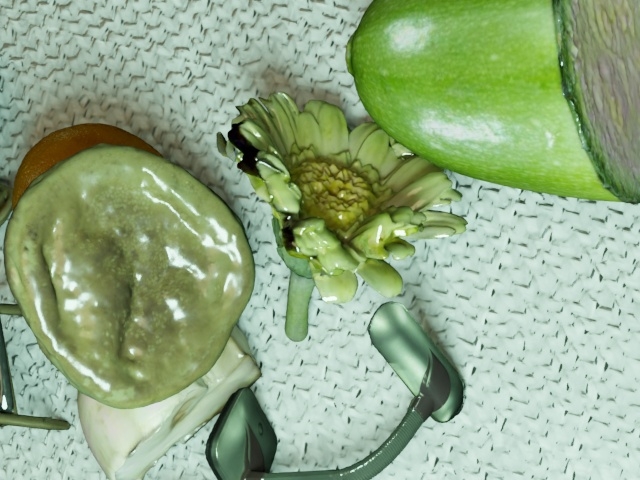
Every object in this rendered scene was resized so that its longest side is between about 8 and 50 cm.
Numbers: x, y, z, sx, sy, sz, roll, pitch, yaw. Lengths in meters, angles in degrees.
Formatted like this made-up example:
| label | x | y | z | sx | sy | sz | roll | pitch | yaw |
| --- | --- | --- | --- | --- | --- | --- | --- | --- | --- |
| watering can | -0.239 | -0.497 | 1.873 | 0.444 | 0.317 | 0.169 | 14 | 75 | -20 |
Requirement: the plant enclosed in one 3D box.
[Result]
| label | x | y | z | sx | sy | sz | roll | pitch | yaw |
| --- | --- | --- | --- | --- | --- | --- | --- | --- | --- |
| plant | -0.018 | -0.039 | 1.759 | 0.261 | 0.306 | 0.297 | 45 | 130 | -12 |

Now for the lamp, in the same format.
| label | x | y | z | sx | sy | sz | roll | pitch | yaw |
| --- | --- | --- | --- | --- | --- | --- | --- | --- | --- |
| lamp | 0.002 | 0.184 | 1.753 | 0.283 | 0.124 | 0.203 | -17 | 126 | 16 |

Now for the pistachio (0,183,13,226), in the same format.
| label | x | y | z | sx | sy | sz | roll | pitch | yaw |
| --- | --- | --- | --- | --- | --- | --- | --- | --- | --- |
| pistachio | -0.480 | -0.017 | 1.959 | 0.226 | 0.136 | 0.136 | -29 | 78 | 15 |

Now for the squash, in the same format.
| label | x | y | z | sx | sy | sz | roll | pitch | yaw |
| --- | --- | --- | --- | --- | --- | --- | --- | --- | --- |
| squash | 0.183 | -0.172 | 1.707 | 0.309 | 0.310 | 0.310 | -9 | 83 | 32 |

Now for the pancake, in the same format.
| label | x | y | z | sx | sy | sz | roll | pitch | yaw |
| --- | --- | --- | --- | --- | --- | --- | --- | --- | --- |
| pancake | -0.206 | 0.031 | 1.743 | 0.294 | 0.049 | 0.294 | 3 | 81 | -23 |

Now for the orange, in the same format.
| label | x | y | z | sx | sy | sz | roll | pitch | yaw |
| --- | --- | --- | --- | --- | --- | --- | --- | --- | --- |
| orange | -0.261 | -0.041 | 1.862 | 0.206 | 0.206 | 0.206 | -1 | 86 | 17 |

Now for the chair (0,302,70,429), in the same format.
| label | x | y | z | sx | sy | sz | roll | pitch | yaw |
| --- | --- | --- | --- | --- | --- | --- | --- | --- | --- |
| chair | -0.434 | 0.163 | 1.858 | 0.188 | 0.272 | 0.166 | -14 | 82 | 15 |

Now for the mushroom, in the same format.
| label | x | y | z | sx | sy | sz | roll | pitch | yaw |
| --- | --- | --- | --- | --- | --- | --- | --- | --- | --- |
| mushroom | -0.212 | 0.159 | 1.846 | 0.236 | 0.162 | 0.173 | -43 | 77 | 8 |
